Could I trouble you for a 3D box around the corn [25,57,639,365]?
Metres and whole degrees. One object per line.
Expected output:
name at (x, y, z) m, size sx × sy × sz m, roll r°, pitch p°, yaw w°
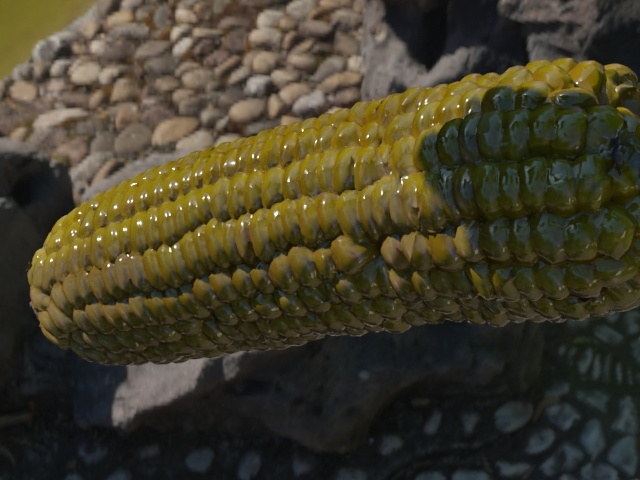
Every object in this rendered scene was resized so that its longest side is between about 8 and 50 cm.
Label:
corn at (0.000, 0.000, 0.435) m, size 0.292 × 0.101 × 0.101 m, roll -14°, pitch 48°, yaw 29°
